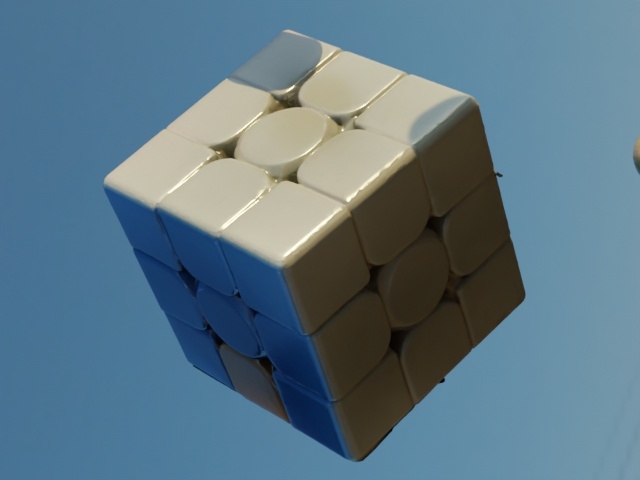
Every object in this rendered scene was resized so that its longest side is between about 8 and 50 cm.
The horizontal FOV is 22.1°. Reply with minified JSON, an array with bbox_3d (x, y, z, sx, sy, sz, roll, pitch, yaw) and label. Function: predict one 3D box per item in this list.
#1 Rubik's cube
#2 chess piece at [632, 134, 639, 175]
[{"bbox_3d":[0.000,0.000,1.726,0.291,0.290,0.291,-43,-46,-24],"label":"Rubik's cube"},{"bbox_3d":[0.359,-0.048,1.510,0.094,0.170,0.094,-21,-41,-20],"label":"chess piece"}]
